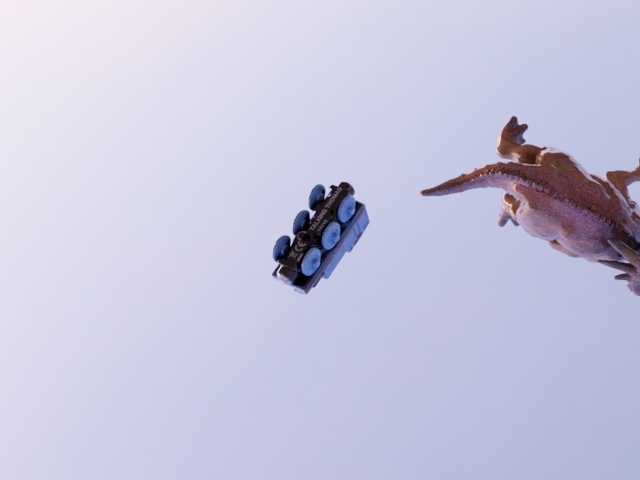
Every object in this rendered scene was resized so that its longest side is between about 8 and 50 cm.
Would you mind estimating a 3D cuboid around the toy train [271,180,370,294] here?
[{"bbox_3d":[0.000,0.000,1.421,0.080,0.105,0.184,22,-113,28],"label":"toy train"}]

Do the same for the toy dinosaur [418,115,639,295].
[{"bbox_3d":[0.253,-0.026,0.922,0.295,0.127,0.200,18,-162,-6],"label":"toy dinosaur"}]
